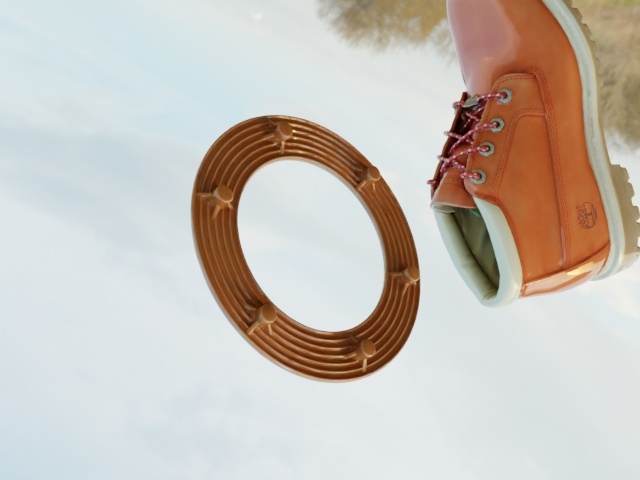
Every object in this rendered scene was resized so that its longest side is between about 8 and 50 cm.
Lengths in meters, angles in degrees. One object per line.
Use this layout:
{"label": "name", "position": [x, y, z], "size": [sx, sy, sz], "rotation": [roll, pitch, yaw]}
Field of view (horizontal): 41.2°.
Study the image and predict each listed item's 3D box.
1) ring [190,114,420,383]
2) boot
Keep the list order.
{"label": "ring", "position": [0.000, 0.000, 1.001], "size": [0.336, 0.032, 0.336], "rotation": [18, -121, -32]}
{"label": "boot", "position": [0.078, -0.049, 0.369], "size": [0.084, 0.158, 0.059], "rotation": [-19, 179, -24]}
